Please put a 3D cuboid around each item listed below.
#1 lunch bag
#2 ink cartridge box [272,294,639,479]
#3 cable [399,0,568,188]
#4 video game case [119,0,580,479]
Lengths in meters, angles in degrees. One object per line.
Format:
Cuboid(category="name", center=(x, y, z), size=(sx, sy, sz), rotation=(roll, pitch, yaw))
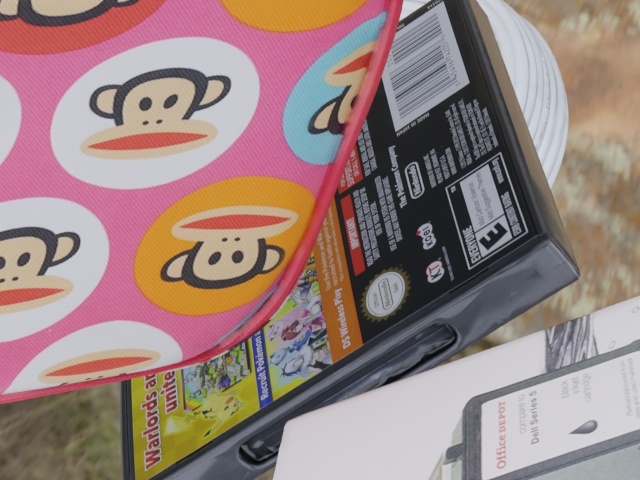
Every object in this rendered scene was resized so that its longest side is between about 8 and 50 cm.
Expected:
Cuboid(category="lunch bag", center=(-0.136, -0.030, 0.602), size=(0.293, 0.120, 0.258), rotation=(-5, 138, -24))
Cuboid(category="ink cartridge box", center=(0.141, 0.113, 0.604), size=(0.273, 0.114, 0.198), rotation=(-23, 126, 32))
Cuboid(category="cable", center=(0.045, -0.072, 1.370), size=(0.257, 0.257, 0.089), rotation=(-52, 136, -12))
Cuboid(category="video game case", center=(0.000, 0.000, 1.046), size=(0.248, 0.275, 0.035), rotation=(-33, 120, 14))
